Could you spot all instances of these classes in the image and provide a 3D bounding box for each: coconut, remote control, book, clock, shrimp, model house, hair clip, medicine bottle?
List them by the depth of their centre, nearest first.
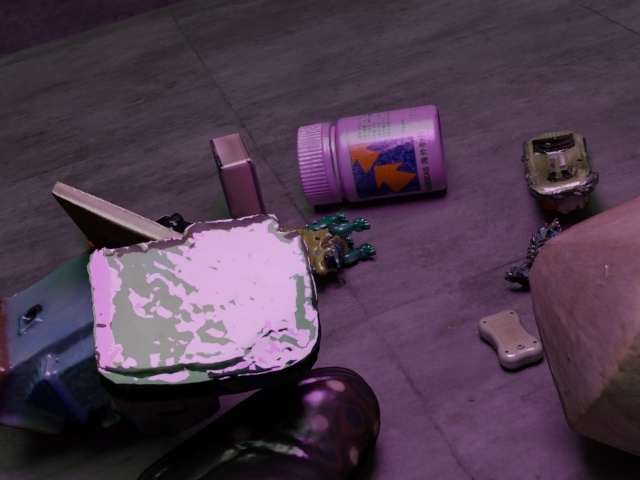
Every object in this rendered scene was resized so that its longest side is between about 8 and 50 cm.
[{"bbox_3d":[0.476,0.106,1.309,0.415,0.345,0.415,14,30,-8],"label":"coconut"},{"bbox_3d":[-0.156,0.138,1.381,0.298,0.284,0.243,-7,62,-9],"label":"model house"},{"bbox_3d":[0.304,0.158,1.574,0.074,0.032,0.122,-17,33,-6],"label":"remote control"},{"bbox_3d":[-0.445,0.209,1.603,0.329,0.252,0.295,-24,36,-1],"label":"model house"},{"bbox_3d":[-0.274,0.034,1.624,0.268,0.389,0.032,23,73,9],"label":"book"},{"bbox_3d":[0.385,0.030,1.733,0.174,0.076,0.082,-48,5,-36],"label":"shrimp"},{"bbox_3d":[0.465,-0.125,1.904,0.138,0.091,0.321,-13,20,15],"label":"hair clip"},{"bbox_3d":[-0.164,-0.106,1.999,0.071,0.192,0.147,-16,32,-6],"label":"clock"},{"bbox_3d":[0.108,-0.172,2.016,0.290,0.178,0.178,-8,33,8],"label":"medicine bottle"}]

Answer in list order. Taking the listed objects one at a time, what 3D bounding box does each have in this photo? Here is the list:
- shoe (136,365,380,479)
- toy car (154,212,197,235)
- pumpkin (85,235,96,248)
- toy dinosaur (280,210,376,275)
[{"bbox_3d":[-0.055,0.327,1.313,0.383,0.171,0.237,-26,28,-17],"label":"shoe"},{"bbox_3d":[-0.248,0.023,1.919,0.209,0.108,0.089,14,39,30],"label":"toy car"},{"bbox_3d":[-0.480,-0.032,2.111,0.053,0.074,0.083,-17,35,2],"label":"pumpkin"},{"bbox_3d":[0.000,0.000,1.885,0.153,0.094,0.259,-20,24,-17],"label":"toy dinosaur"}]
